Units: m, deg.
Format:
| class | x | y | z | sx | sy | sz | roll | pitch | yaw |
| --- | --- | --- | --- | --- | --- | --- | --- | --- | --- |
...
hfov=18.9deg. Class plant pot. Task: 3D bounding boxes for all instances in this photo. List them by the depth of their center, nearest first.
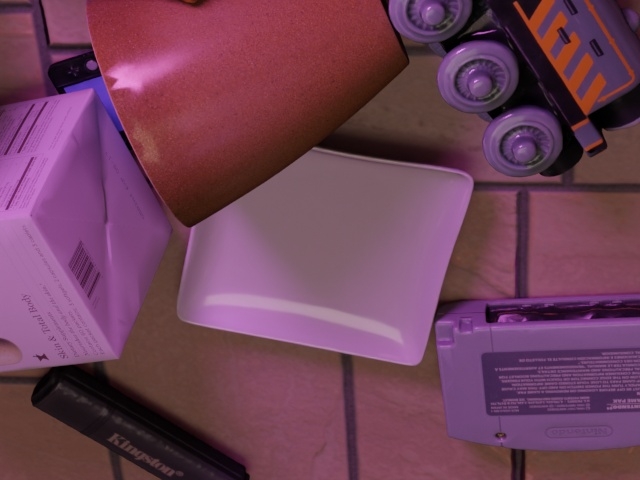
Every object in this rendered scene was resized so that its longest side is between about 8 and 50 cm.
| class | x | y | z | sx | sy | sz | roll | pitch | yaw |
| --- | --- | --- | --- | --- | --- | --- | --- | --- | --- |
| plant pot | -0.054 | -0.167 | 1.796 | 0.254 | 0.237 | 0.237 | -22 | 125 | 7 |

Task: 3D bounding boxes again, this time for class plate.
| class | x | y | z | sx | sy | sz | roll | pitch | yaw |
| --- | --- | --- | --- | --- | --- | --- | --- | --- | --- |
| plate | 0.000 | 0.000 | 2.027 | 0.278 | 0.045 | 0.277 | 10 | 131 | -3 |

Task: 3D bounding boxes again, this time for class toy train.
| class | x | y | z | sx | sy | sz | roll | pitch | yaw |
| --- | --- | --- | --- | --- | --- | --- | --- | --- | --- |
| toy train | 0.188 | -0.205 | 1.785 | 0.190 | 0.142 | 0.334 | -29 | 122 | 15 |

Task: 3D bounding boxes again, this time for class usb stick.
| class | x | y | z | sx | sy | sz | roll | pitch | yaw |
| --- | --- | --- | --- | --- | --- | --- | --- | --- | --- |
| usb stick | -0.209 | 0.229 | 2.240 | 0.278 | 0.045 | 0.077 | 33 | 125 | -20 |

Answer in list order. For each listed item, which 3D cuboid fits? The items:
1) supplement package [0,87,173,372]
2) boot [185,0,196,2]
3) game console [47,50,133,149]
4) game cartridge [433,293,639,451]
| class | x | y | z | sx | sy | sz | roll | pitch | yaw |
| --- | --- | --- | --- | --- | --- | --- | --- | --- | --- |
| supplement package | -0.327 | 0.000 | 1.939 | 0.263 | 0.198 | 0.199 | -8 | 129 | 24 |
| boot | -0.161 | -0.364 | 1.665 | 0.211 | 0.104 | 0.295 | 17 | 118 | 8 |
| game console | -0.208 | -0.125 | 1.928 | 0.107 | 0.071 | 0.122 | -15 | 126 | 17 |
| game cartridge | 0.280 | 0.148 | 2.117 | 0.297 | 0.062 | 0.198 | -2 | 134 | 8 |
